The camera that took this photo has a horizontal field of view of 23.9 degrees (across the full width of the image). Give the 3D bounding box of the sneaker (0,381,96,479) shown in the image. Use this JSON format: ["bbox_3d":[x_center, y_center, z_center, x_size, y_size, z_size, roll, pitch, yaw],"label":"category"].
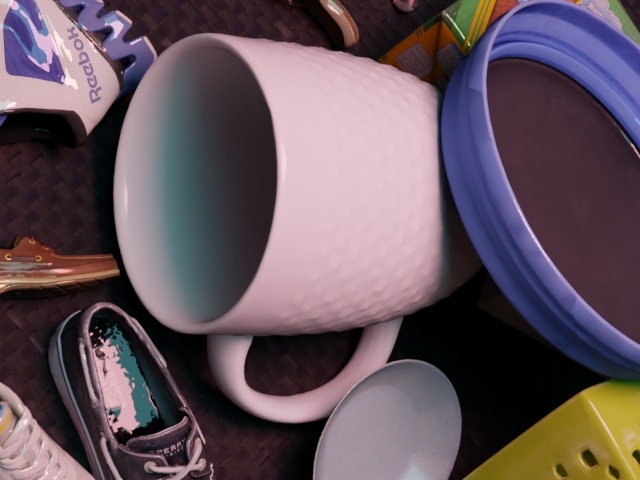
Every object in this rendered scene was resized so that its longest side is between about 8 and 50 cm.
[{"bbox_3d":[-0.280,0.191,1.354,0.229,0.092,0.087,41,59,-12],"label":"sneaker"}]

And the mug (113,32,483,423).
[{"bbox_3d":[0.000,0.000,1.483,0.328,0.276,0.374,2,103,-39],"label":"mug"}]

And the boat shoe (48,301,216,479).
[{"bbox_3d":[-0.154,0.196,1.411,0.108,0.102,0.301,-21,85,-31],"label":"boat shoe"}]

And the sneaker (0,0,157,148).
[{"bbox_3d":[-0.320,-0.191,1.432,0.315,0.127,0.182,36,59,-16],"label":"sneaker"}]

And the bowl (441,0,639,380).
[{"bbox_3d":[0.269,-0.047,1.467,0.391,0.077,0.391,25,50,-33],"label":"bowl"}]

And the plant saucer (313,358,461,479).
[{"bbox_3d":[0.059,0.207,1.527,0.195,0.037,0.195,-14,113,-36],"label":"plant saucer"}]

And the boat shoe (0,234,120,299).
[{"bbox_3d":[-0.275,0.023,1.425,0.178,0.064,0.060,-5,79,-26],"label":"boat shoe"}]

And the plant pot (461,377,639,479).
[{"bbox_3d":[0.310,0.262,1.518,0.227,0.228,0.207,-12,64,-42],"label":"plant pot"}]

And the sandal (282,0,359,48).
[{"bbox_3d":[-0.028,-0.275,1.654,0.049,0.072,0.180,-40,100,-10],"label":"sandal"}]

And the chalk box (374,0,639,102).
[{"bbox_3d":[0.229,-0.215,1.696,0.289,0.179,0.180,-39,95,-31],"label":"chalk box"}]

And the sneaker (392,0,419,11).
[{"bbox_3d":[0.111,-0.317,1.749,0.057,0.047,0.119,13,70,-36],"label":"sneaker"}]

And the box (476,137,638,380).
[{"bbox_3d":[0.383,0.044,1.702,0.345,0.168,0.215,30,63,-17],"label":"box"}]
